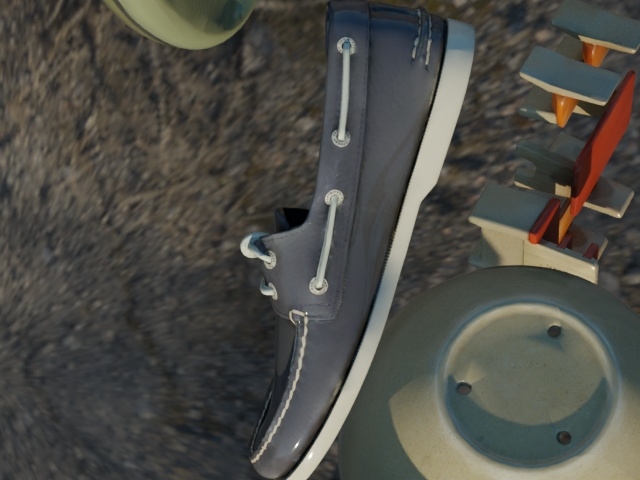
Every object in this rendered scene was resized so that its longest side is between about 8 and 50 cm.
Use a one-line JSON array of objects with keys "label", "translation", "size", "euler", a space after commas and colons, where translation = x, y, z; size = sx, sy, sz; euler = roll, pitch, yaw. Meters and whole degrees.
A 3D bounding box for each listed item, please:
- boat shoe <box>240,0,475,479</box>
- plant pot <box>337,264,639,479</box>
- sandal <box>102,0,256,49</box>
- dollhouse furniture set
[{"label": "boat shoe", "translation": [0.000, 0.000, 0.718], "size": [0.065, 0.075, 0.206], "euler": [18, 97, -9]}, {"label": "plant pot", "translation": [0.150, 0.135, 1.318], "size": [0.284, 0.191, 0.284], "euler": [-1, 70, 3]}, {"label": "sandal", "translation": [-0.068, -0.154, 0.691], "size": [0.086, 0.303, 0.120], "euler": [15, 87, 21]}, {"label": "dollhouse furniture set", "translation": [0.262, -0.063, 1.767], "size": [0.135, 0.262, 0.259], "euler": [20, 55, 20]}]
